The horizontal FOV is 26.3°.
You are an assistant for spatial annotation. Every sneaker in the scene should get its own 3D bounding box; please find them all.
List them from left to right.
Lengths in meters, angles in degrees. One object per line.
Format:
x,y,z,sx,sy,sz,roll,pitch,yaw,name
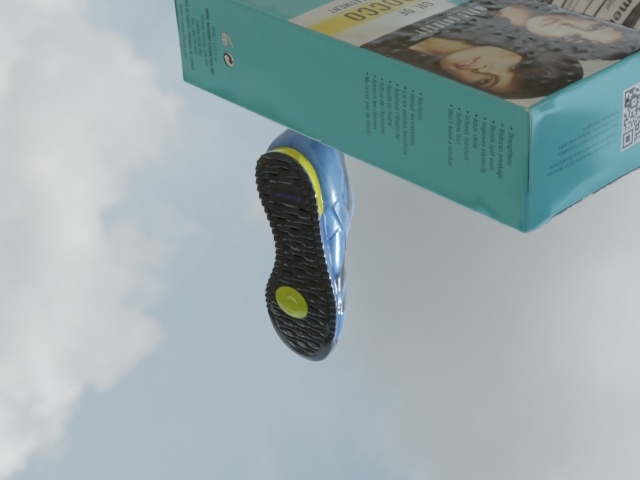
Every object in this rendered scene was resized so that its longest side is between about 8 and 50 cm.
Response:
0.000,0.000,1.072,0.069,0.209,0.082,16,-141,27,sneaker

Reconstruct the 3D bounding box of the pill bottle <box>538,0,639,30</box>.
0.219,-0.159,0.913,0.176,0.176,0.318,-46,-123,14,pill bottle

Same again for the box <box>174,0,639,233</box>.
0.040,-0.086,0.665,0.100,0.060,0.244,-27,-143,-34,box
